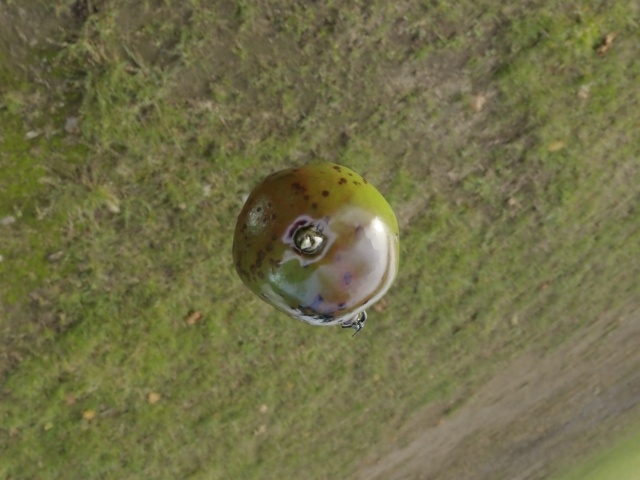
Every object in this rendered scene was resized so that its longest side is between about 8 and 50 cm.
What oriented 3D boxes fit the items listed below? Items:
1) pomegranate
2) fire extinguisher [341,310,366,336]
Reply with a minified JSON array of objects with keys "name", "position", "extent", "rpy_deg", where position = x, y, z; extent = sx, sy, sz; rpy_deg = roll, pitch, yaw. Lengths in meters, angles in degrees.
[{"name":"pomegranate","position":[0.000,0.000,0.801],"extent":[0.159,0.159,0.205],"rpy_deg":[-41,177,15]},{"name":"fire extinguisher","position":[0.015,0.079,1.219],"extent":[0.064,0.158,0.043],"rpy_deg":[-31,-162,43]}]
